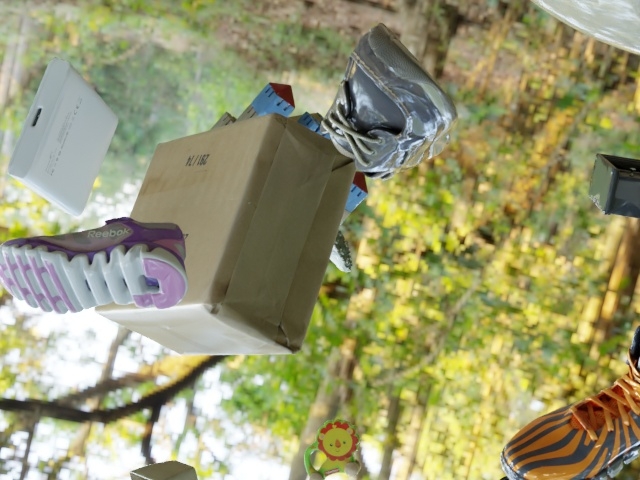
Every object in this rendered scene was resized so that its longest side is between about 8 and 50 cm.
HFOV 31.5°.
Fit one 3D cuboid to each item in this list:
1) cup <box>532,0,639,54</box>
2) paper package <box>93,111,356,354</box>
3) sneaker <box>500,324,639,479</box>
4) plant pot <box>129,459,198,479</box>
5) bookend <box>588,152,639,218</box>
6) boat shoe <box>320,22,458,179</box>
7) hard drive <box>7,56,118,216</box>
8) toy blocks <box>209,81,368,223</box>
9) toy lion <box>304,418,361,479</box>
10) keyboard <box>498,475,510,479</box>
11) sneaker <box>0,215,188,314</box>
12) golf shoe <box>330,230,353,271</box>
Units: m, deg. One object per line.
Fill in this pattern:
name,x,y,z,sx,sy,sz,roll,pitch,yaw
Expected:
cup,0.362,-0.396,1.425,0.236,0.331,0.331,12,-174,38
paper package,-0.135,-0.001,1.609,0.168,0.310,0.324,31,157,-31
sneaker,0.373,0.195,1.425,0.321,0.180,0.125,-19,-136,-16
plant pot,-0.296,0.491,2.233,0.096,0.109,0.109,-25,-160,-38
bookend,0.505,-0.077,1.746,0.156,0.072,0.157,10,-167,3
boat shoe,0.077,-0.139,1.345,0.132,0.130,0.355,49,180,15
hard drive,-0.433,-0.168,1.942,0.040,0.203,0.307,19,172,7
toy blocks,-0.063,-0.129,2.053,0.381,0.261,0.191,34,-164,-36
toy lion,0.019,0.342,1.849,0.100,0.096,0.034,-19,176,10
keyboard,0.301,0.501,1.990,0.033,0.317,0.202,55,-168,-32
sneaker,-0.255,0.019,1.299,0.236,0.095,0.105,0,-139,12
golf shoe,0.000,0.000,2.406,0.086,0.176,0.069,-30,-171,21
